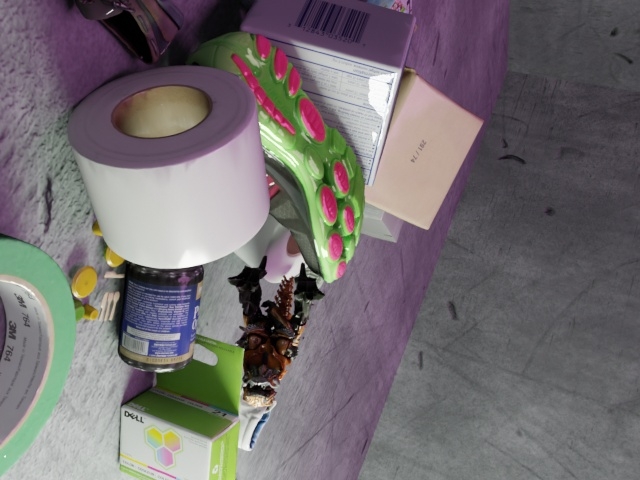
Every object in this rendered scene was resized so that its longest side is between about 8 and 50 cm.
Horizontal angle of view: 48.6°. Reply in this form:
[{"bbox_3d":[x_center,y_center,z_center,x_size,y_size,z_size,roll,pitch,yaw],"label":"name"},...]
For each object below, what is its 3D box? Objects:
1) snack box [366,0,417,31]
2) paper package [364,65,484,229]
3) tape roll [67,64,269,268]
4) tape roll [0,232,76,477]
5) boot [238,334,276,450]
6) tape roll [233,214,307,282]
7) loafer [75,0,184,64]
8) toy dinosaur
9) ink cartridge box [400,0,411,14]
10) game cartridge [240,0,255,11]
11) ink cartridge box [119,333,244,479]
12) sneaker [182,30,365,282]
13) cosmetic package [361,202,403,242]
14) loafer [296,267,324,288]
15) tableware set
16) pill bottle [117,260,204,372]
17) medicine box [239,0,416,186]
[{"bbox_3d":[0.143,-0.500,1.739,0.175,0.070,0.207,-55,162,10],"label":"snack box"},{"bbox_3d":[0.207,-0.233,1.778,0.309,0.168,0.325,21,98,-41],"label":"paper package"},{"bbox_3d":[-0.197,-0.105,0.959,0.169,0.246,0.246,84,29,-43],"label":"tape roll"},{"bbox_3d":[-0.417,0.144,0.802,0.321,0.077,0.322,16,90,-70],"label":"tape roll"},{"bbox_3d":[-0.147,0.331,1.561,0.095,0.123,0.258,62,47,-61],"label":"boot"},{"bbox_3d":[-0.052,-0.053,1.444,0.286,0.100,0.286,-43,157,-23],"label":"tape roll"},{"bbox_3d":[-0.258,-0.298,0.891,0.084,0.096,0.267,-69,161,1],"label":"loafer"},{"bbox_3d":[-0.095,0.157,1.313,0.322,0.164,0.219,-115,-153,-56],"label":"toy dinosaur"},{"bbox_3d":[0.198,-0.610,1.885,0.151,0.063,0.109,84,29,-43],"label":"ink cartridge box"},{"bbox_3d":[-0.105,-0.520,1.186,0.297,0.062,0.198,61,44,-62],"label":"game cartridge"},{"bbox_3d":[-0.239,0.291,1.209,0.097,0.188,0.256,-27,127,-61],"label":"ink cartridge box"},{"bbox_3d":[-0.074,-0.129,1.201,0.185,0.202,0.483,-56,130,-36],"label":"sneaker"},{"bbox_3d":[0.160,-0.082,2.067,0.238,0.127,0.107,37,70,-66],"label":"cosmetic package"},{"bbox_3d":[0.000,0.000,1.753,0.087,0.094,0.251,-22,124,-60],"label":"loafer"},{"bbox_3d":[-0.330,0.047,1.042,0.104,0.024,0.154,6,99,-66],"label":"tableware set"},{"bbox_3d":[-0.251,0.086,1.125,0.122,0.122,0.219,-22,125,-65],"label":"pill bottle"},{"bbox_3d":[0.002,-0.266,1.238,0.289,0.263,0.149,100,7,-54],"label":"medicine box"}]
